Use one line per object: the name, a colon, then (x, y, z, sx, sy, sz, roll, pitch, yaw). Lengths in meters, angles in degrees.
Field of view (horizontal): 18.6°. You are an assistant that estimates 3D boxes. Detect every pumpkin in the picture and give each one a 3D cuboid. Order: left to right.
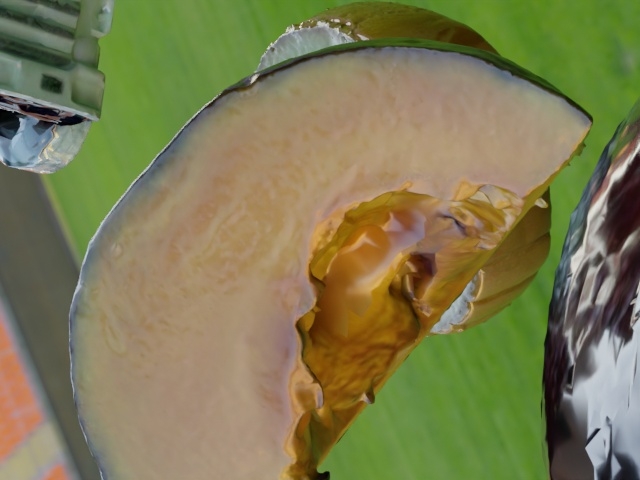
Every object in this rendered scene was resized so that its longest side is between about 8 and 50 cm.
pumpkin: (0.000, 0.000, 0.855, 0.148, 0.312, 0.169, 39, -150, 1)

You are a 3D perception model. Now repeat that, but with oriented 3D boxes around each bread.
bread: (0.046, -0.043, 1.242, 0.236, 0.070, 0.236, 34, 138, 37)

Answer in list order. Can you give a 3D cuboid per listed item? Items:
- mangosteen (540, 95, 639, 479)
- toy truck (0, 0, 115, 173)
mangosteen: (0.216, 0.039, 0.463, 0.330, 0.330, 0.330, 158, 90, -82)
toy truck: (-0.186, -0.131, 0.745, 0.338, 0.133, 0.184, 7, 85, 48)
